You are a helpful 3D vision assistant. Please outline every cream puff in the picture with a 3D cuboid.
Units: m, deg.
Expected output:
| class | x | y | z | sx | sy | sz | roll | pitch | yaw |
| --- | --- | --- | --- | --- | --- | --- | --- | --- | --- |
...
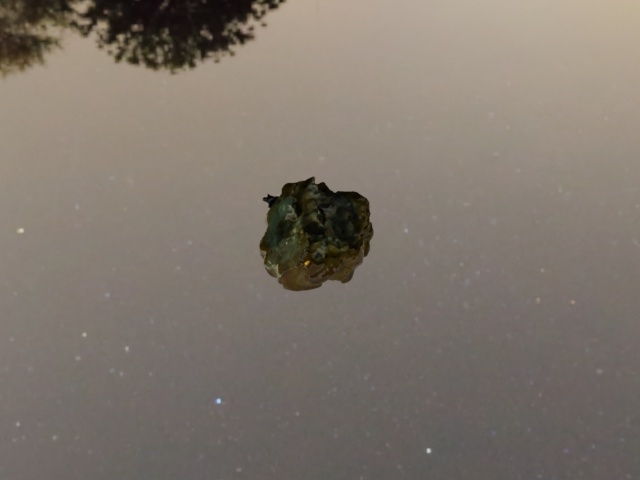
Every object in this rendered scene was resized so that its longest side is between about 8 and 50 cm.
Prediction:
| class | x | y | z | sx | sy | sz | roll | pitch | yaw |
| --- | --- | --- | --- | --- | --- | --- | --- | --- | --- |
| cream puff | 0.001 | 0.000 | 1.091 | 0.156 | 0.121 | 0.156 | 14 | -136 | -14 |
